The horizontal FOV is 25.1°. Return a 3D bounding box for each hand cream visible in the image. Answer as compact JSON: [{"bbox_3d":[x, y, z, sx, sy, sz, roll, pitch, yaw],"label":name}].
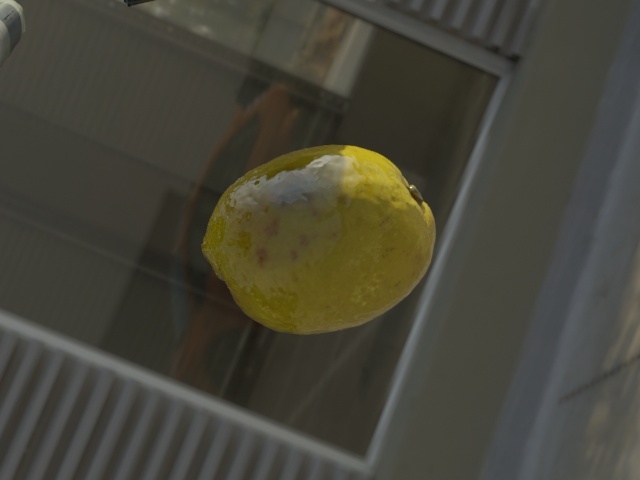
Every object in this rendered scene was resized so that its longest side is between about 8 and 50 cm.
[{"bbox_3d":[-0.334,-0.190,1.395,0.048,0.079,0.255,-49,12,17],"label":"hand cream"}]

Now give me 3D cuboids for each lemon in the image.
[{"bbox_3d":[0.000,0.000,1.297,0.170,0.207,0.170,-18,-90,-86],"label":"lemon"}]

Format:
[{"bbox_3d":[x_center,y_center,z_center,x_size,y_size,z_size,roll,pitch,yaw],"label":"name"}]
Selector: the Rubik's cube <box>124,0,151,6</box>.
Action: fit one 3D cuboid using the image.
[{"bbox_3d":[-0.130,-0.358,1.381,0.180,0.167,0.183,65,-155,-42],"label":"Rubik's cube"}]
